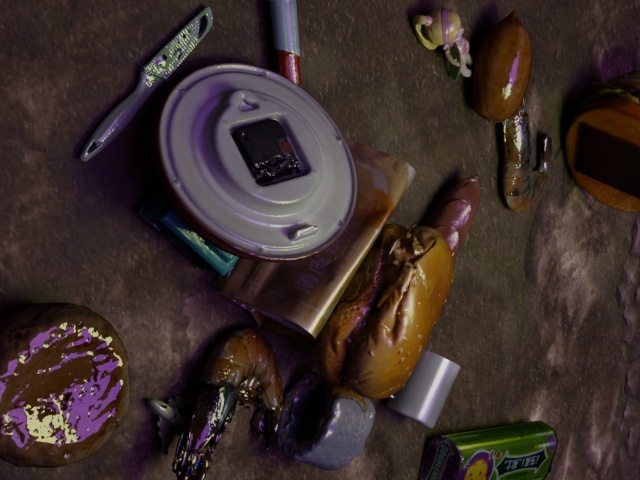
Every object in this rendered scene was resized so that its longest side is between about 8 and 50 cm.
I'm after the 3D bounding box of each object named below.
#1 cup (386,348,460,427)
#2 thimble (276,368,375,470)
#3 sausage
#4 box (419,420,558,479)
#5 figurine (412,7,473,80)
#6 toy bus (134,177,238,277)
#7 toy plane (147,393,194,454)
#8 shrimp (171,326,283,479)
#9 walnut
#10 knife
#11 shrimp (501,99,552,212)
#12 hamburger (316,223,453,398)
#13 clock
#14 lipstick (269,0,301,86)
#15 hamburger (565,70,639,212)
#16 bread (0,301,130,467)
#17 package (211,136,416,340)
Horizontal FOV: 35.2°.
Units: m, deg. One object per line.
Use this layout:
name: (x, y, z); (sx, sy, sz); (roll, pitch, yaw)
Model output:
cup: (0.176, 0.266, 1.896); (0.133, 0.136, 0.099); (-65, 168, -7)
thimble: (0.007, 0.307, 1.710); (0.118, 0.127, 0.151); (32, 88, -45)
sausage: (0.183, 0.060, 1.839); (0.088, 0.087, 0.433); (45, 72, -41)
box: (0.356, 0.454, 2.103); (0.345, 0.097, 0.134); (2, 109, -44)
figurine: (0.225, -0.347, 1.781); (0.187, 0.083, 0.083); (36, 77, -57)
toy bus: (-0.181, -0.019, 1.467); (0.079, 0.091, 0.160); (-56, 132, -15)
toy plane: (-0.225, 0.272, 1.545); (0.111, 0.040, 0.102); (53, 47, -40)
shrimp: (-0.137, 0.287, 1.596); (0.222, 0.054, 0.290); (59, 46, -43)
walnut: (0.335, -0.318, 1.855); (0.115, 0.115, 0.207); (-2, 105, -43)
knife: (-0.241, -0.221, 1.404); (0.293, 0.019, 0.043); (-52, 129, -20)
shrimp: (0.412, -0.198, 2.003); (0.169, 0.058, 0.296); (-31, 125, -42)
hamburger: (0.106, 0.107, 1.621); (0.314, 0.170, 0.290); (87, 27, -74)
clock: (-0.086, -0.116, 1.428); (0.318, 0.080, 0.319); (14, 61, -25)
lipstick: (-0.057, -0.364, 1.505); (0.068, 0.061, 0.274); (-21, 115, -41)
hamburger: (0.660, -0.213, 2.085); (0.225, 0.291, 0.291); (-44, 128, -29)
bread: (-0.364, 0.186, 1.334); (0.229, 0.123, 0.230); (-9, 105, -36)
package: (-0.026, -0.019, 1.565); (0.165, 0.221, 0.311); (39, 73, -21)
